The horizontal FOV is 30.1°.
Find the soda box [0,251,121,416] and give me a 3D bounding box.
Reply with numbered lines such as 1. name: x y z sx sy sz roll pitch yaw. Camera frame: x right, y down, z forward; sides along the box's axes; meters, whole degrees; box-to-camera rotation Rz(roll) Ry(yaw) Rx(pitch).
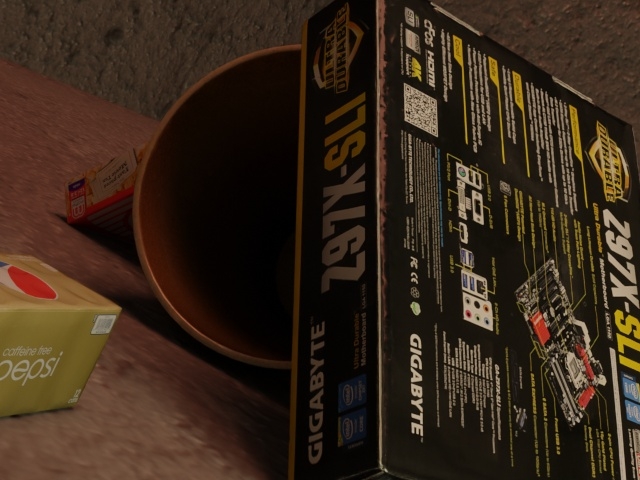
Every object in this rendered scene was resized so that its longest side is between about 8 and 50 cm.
1. soda box: -0.163 0.040 0.517 0.061 0.058 0.181 28 5 18

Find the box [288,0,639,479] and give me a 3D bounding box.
1. box: 0.104 0.025 0.732 0.257 0.322 0.079 24 -36 -36

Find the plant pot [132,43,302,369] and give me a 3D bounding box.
1. plant pot: 0.000 0.000 0.954 0.237 0.237 0.254 28 -7 13

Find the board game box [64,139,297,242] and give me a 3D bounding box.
1. board game box: -0.111 -0.051 1.078 0.193 0.045 0.146 -22 -24 31
